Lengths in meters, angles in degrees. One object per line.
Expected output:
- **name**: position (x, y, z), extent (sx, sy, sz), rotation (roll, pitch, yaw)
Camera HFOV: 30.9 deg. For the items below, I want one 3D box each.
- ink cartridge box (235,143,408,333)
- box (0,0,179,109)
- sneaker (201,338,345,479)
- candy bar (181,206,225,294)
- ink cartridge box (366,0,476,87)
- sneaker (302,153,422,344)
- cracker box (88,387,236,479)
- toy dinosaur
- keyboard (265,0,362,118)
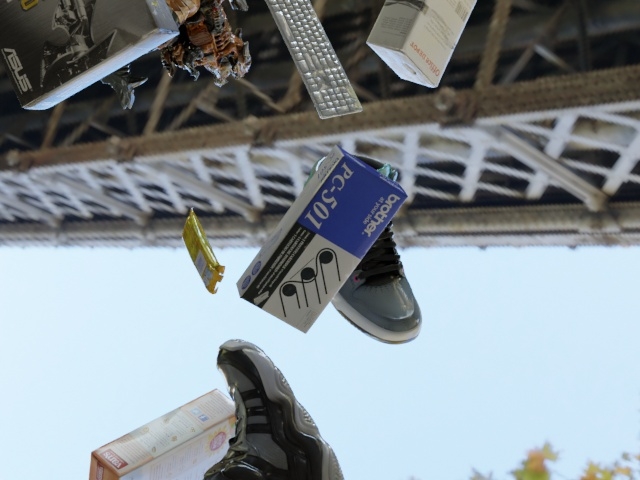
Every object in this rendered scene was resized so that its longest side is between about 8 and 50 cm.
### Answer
- **ink cartridge box**: position (0.000, 0.000, 1.349), extent (0.207, 0.097, 0.046), rotation (-54, -157, 13)
- **box**: position (-0.278, -0.281, 1.229), extent (0.183, 0.056, 0.231), rotation (-25, -93, 19)
- **sneaker**: position (-0.093, 0.242, 1.410), extent (0.153, 0.101, 0.268), rotation (-26, -124, -20)
- **candy bar**: position (-0.141, 0.011, 1.359), extent (0.040, 0.018, 0.161), rotation (-69, -153, 20)
- **ink cartridge box**: position (0.122, -0.263, 1.360), extent (0.056, 0.099, 0.135), rotation (20, -99, 36)
- **sneaker**: position (0.063, -0.015, 1.575), extent (0.295, 0.124, 0.178), rotation (56, -31, 36)
- **cracker box**: position (-0.219, 0.324, 1.631), extent (0.067, 0.232, 0.155), rotation (33, -54, 30)
- **toy dinosaur**: position (-0.229, -0.321, 1.615), extent (0.218, 0.322, 0.164), rotation (-33, -154, 10)
- **keyboard**: position (-0.016, -0.297, 1.789), extent (0.256, 0.072, 0.014), rotation (66, -33, 22)
